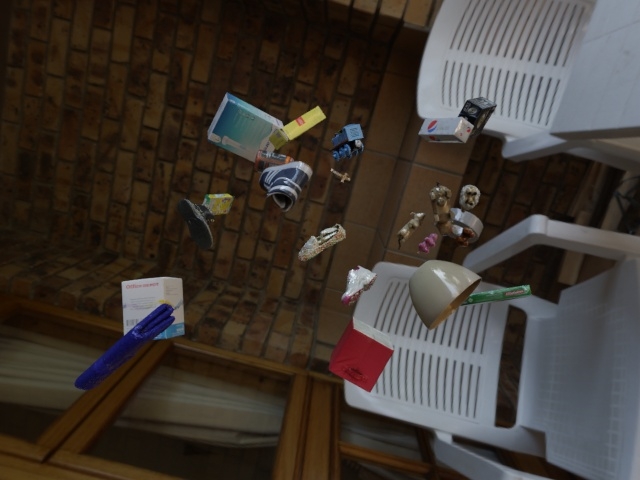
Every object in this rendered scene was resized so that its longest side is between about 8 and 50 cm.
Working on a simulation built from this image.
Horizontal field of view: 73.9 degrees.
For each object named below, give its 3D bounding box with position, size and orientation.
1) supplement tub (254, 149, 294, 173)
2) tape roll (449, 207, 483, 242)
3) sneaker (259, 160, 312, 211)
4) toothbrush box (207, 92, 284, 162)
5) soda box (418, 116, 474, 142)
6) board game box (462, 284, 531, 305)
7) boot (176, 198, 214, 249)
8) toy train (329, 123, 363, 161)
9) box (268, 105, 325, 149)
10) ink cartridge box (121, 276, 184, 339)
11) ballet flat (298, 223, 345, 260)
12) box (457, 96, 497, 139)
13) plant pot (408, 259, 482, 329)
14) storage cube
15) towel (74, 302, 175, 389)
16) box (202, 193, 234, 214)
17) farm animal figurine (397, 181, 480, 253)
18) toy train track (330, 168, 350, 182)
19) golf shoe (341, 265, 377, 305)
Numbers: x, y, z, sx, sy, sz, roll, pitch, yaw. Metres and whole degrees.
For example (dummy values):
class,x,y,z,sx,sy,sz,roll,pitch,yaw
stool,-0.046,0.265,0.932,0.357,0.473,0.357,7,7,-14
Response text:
class,x,y,z,sx,sy,sz,roll,pitch,yaw
supplement tub,-0.189,-0.331,1.888,0.106,0.198,0.105,-165,90,-88
tape roll,0.748,-0.079,2.269,0.072,0.219,0.219,-58,-4,-17
sneaker,-0.153,-0.174,1.462,0.282,0.099,0.153,-7,52,52
toothbrush box,-0.348,-0.513,1.991,0.216,0.296,0.126,-56,29,24
soda box,0.473,-0.420,1.622,0.073,0.069,0.216,-65,27,2
board game box,0.731,0.248,1.854,0.213,0.318,0.046,29,-129,-68
boot,-0.499,-0.071,1.828,0.085,0.236,0.179,-35,-7,12
toy train,0.095,-0.361,1.580,0.184,0.080,0.105,-6,100,68
box,-0.085,-0.427,1.609,0.232,0.058,0.087,-41,13,-35
ink cartridge box,-0.651,0.266,1.668,0.168,0.171,0.232,39,-134,-80
ballet flat,0.000,0.000,1.846,0.091,0.241,0.077,42,157,47
box,0.633,-0.505,1.758,0.180,0.078,0.147,-26,-32,-47
plant pot,0.462,0.186,1.678,0.284,0.191,0.284,-35,-26,-19
storage cube,0.162,0.448,1.691,0.193,0.184,0.215,-61,-2,4
towel,-0.617,0.346,1.373,0.308,0.076,0.227,-40,7,17
box,-0.521,-0.185,2.170,0.179,0.043,0.105,-10,-49,-57
farm animal figurine,0.524,-0.100,1.916,0.172,0.331,0.326,-28,-54,-78
toy train track,0.078,-0.256,1.652,0.048,0.083,0.014,-62,0,-30
golf shoe,0.179,0.237,2.266,0.306,0.140,0.115,-33,-26,-49
